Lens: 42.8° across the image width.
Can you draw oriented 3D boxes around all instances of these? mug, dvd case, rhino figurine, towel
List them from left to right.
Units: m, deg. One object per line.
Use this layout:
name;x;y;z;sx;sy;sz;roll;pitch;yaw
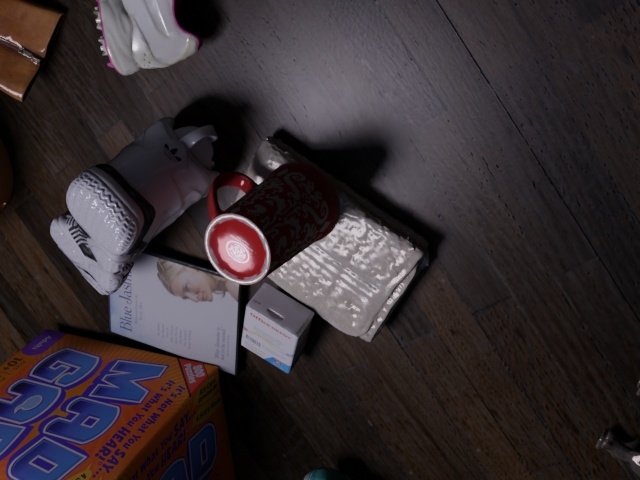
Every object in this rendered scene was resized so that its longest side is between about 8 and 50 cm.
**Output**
dvd case;-0.235;0.102;1.307;0.252;0.022;0.181;16;119;20
mug;-0.078;-0.020;1.029;0.150;0.169;0.113;4;114;25
towel;0.000;0.000;1.129;0.282;0.049;0.187;36;122;8
rhino figurine;0.435;0.201;0.990;0.106;0.073;0.243;30;121;16

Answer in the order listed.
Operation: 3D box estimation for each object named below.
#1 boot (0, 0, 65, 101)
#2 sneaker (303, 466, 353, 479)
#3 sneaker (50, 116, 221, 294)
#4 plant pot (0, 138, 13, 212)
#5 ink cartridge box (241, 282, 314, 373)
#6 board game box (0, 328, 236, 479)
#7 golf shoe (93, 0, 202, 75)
boot;-0.502;-0.370;1.152;0.280;0.096;0.264;24;100;-6
sneaker;0.107;0.447;1.253;0.302;0.108;0.121;45;124;-9
sneaker;-0.259;-0.049;1.177;0.137;0.210;0.366;50;153;-1
plant pot;-0.637;-0.097;1.306;0.290;0.203;0.291;11;118;22
ink cartridge box;-0.064;0.129;1.191;0.088;0.052;0.122;30;148;11
board game box;-0.381;0.410;1.311;0.356;0.356;0.357;8;120;23
golf shoe;-0.227;-0.372;1.049;0.140;0.115;0.307;-5;109;1
